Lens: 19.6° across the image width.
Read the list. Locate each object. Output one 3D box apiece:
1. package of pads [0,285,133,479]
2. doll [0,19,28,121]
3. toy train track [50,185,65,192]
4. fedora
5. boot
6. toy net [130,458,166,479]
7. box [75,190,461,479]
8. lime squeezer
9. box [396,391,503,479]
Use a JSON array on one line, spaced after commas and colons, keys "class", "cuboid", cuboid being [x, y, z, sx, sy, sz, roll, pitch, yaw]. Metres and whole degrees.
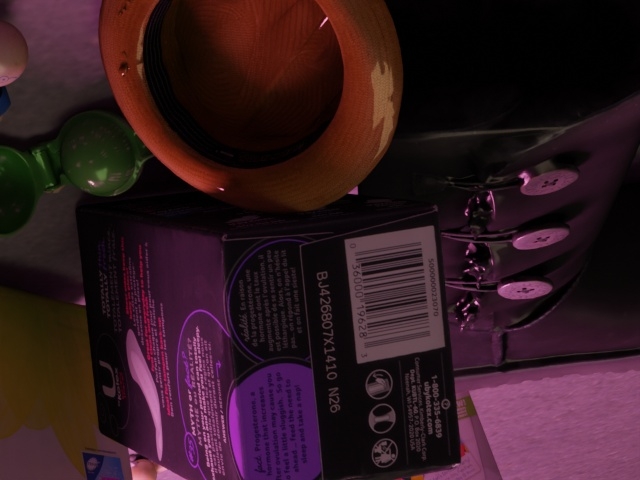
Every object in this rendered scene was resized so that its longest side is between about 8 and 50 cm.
[{"class": "package of pads", "cuboid": [-0.251, 0.133, 1.242, 0.101, 0.229, 0.296, -25, 157, 29]}, {"class": "doll", "cuboid": [-0.230, -0.067, 1.055, 0.189, 0.046, 0.129, -37, 161, 33]}, {"class": "toy train track", "cuboid": [-0.202, -0.031, 1.192, 0.083, 0.014, 0.048, -5, 152, -28]}, {"class": "fedora", "cuboid": [-0.029, -0.109, 1.032, 0.194, 0.194, 0.079, -42, -176, 41]}, {"class": "boot", "cuboid": [0.196, -0.048, 1.321, 0.367, 0.146, 0.445, -18, 152, -7]}, {"class": "toy net", "cuboid": [-0.151, 0.205, 1.690, 0.232, 0.045, 0.122, -36, 151, 33]}, {"class": "box", "cuboid": [-0.041, 0.056, 1.171, 0.143, 0.165, 0.270, -8, -172, -25]}, {"class": "lime squeezer", "cuboid": [-0.157, -0.044, 1.119, 0.310, 0.059, 0.110, -21, -179, -15]}, {"class": "box", "cuboid": [0.091, 0.219, 1.726, 0.145, 0.186, 0.038, -17, 156, -5]}]
